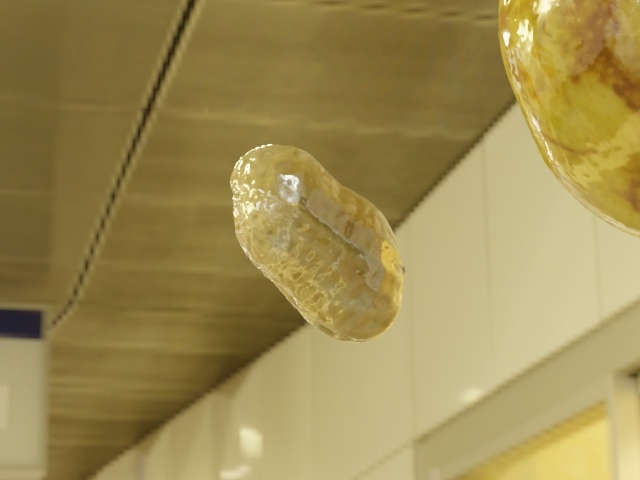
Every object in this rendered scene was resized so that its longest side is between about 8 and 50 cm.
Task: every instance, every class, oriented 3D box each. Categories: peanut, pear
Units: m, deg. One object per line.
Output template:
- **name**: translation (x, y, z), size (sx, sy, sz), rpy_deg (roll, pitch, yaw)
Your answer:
- **peanut**: translation (0.000, 0.000, 1.645), size (0.224, 0.129, 0.129), rpy_deg (48, -36, -13)
- **pear**: translation (0.247, -0.123, 1.000), size (0.281, 0.280, 0.280), rpy_deg (-1, -18, 0)
